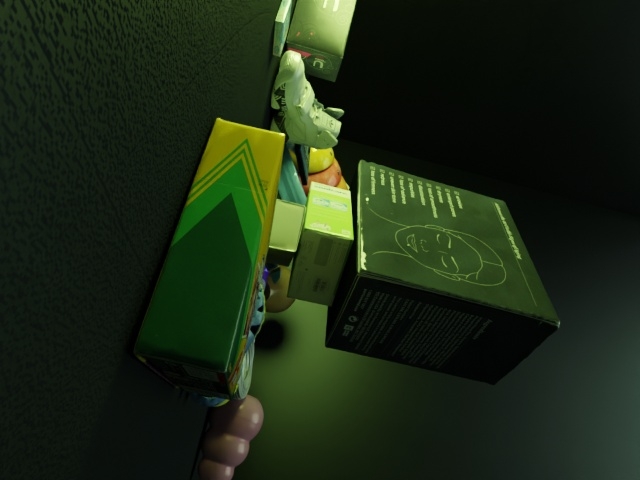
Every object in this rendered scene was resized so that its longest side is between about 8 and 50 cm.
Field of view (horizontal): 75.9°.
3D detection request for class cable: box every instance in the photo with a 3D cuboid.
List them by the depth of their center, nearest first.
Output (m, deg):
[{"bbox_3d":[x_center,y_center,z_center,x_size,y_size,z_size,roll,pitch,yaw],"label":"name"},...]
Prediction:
[{"bbox_3d":[-0.306,0.446,1.504,0.257,0.089,0.257,91,1,-82],"label":"cable"}]

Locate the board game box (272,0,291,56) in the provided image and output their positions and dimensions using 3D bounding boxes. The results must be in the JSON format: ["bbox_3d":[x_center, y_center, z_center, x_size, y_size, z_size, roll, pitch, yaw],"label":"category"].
[{"bbox_3d":[-0.084,-0.473,0.902,0.090,0.020,0.090,115,-11,-66],"label":"board game box"}]

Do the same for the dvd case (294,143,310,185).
[{"bbox_3d":[-0.061,-0.354,1.499,0.180,0.022,0.253,78,13,-55],"label":"dvd case"}]

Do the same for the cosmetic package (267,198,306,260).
[{"bbox_3d":[-0.136,-0.017,1.047,0.309,0.160,0.113,123,-21,-79],"label":"cosmetic package"}]

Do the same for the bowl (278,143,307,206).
[{"bbox_3d":[-0.085,-0.136,1.416,0.391,0.077,0.391,-20,90,-89],"label":"bowl"}]

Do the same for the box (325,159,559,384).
[{"bbox_3d":[0.284,0.072,1.127,0.479,0.472,0.297,-83,-171,-49],"label":"box"}]

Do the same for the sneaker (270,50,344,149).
[{"bbox_3d":[-0.031,-0.388,1.194,0.366,0.210,0.137,117,-15,-71],"label":"sneaker"}]

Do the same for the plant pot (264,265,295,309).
[{"bbox_3d":[-0.243,0.223,1.854,0.254,0.237,0.237,21,82,-81],"label":"plant pot"}]

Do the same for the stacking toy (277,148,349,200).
[{"bbox_3d":[-0.042,-0.335,1.797,0.479,0.351,0.350,84,11,-47],"label":"stacking toy"}]

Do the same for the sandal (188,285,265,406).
[{"bbox_3d":[-0.197,0.212,0.860,0.138,0.126,0.317,144,-42,-89],"label":"sandal"}]

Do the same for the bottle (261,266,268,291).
[{"bbox_3d":[-0.268,0.179,1.650,0.118,0.092,0.282,100,0,-51],"label":"bottle"}]

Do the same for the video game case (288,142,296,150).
[{"bbox_3d":[-0.088,-0.397,1.457,0.190,0.022,0.173,-14,103,-83],"label":"video game case"}]

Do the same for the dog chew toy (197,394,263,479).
[{"bbox_3d":[-0.344,0.737,1.520,0.206,0.207,0.331,113,-3,-63],"label":"dog chew toy"}]

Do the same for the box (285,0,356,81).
[{"bbox_3d":[0.005,-0.639,1.202,0.143,0.165,0.270,137,-35,-81],"label":"box"}]

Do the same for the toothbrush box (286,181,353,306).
[{"bbox_3d":[0.000,0.000,1.080,0.283,0.122,0.206,-89,-167,-61],"label":"toothbrush box"}]

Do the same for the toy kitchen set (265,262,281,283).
[{"bbox_3d":[-0.246,0.079,1.466,0.122,0.166,0.207,-114,-179,-81],"label":"toy kitchen set"}]

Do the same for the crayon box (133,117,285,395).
[{"bbox_3d":[-0.144,0.060,0.630,0.363,0.106,0.313,113,-11,-63],"label":"crayon box"}]

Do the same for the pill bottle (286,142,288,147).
[{"bbox_3d":[-0.130,-0.387,1.486,0.120,0.067,0.067,-83,-172,-51],"label":"pill bottle"}]
